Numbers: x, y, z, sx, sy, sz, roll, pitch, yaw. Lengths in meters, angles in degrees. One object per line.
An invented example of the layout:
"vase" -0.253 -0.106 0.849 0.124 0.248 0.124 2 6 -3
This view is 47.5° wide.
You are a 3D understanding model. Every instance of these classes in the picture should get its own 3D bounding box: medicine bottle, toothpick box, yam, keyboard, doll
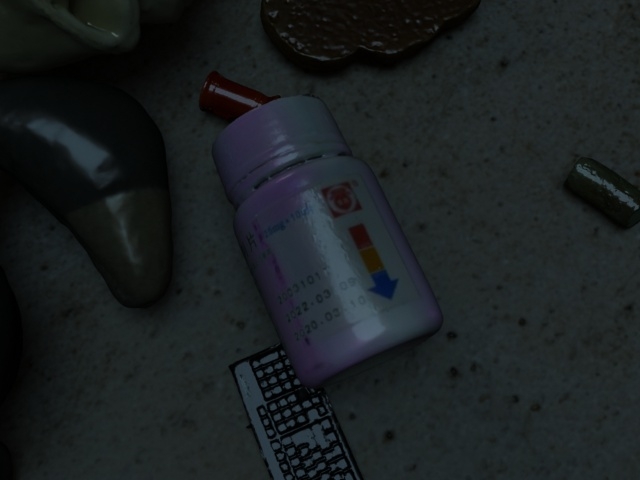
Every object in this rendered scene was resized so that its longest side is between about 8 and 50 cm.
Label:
"medicine bottle" 0.000 0.000 0.699 0.152 0.152 0.254 -24 74 -8
"toothpick box" -0.086 -0.149 0.795 0.083 0.047 0.047 22 74 5
"yam" 0.308 -0.051 0.777 0.094 0.043 0.043 39 76 11
"keyboard" -0.009 0.220 0.702 0.087 0.017 0.250 -22 76 -9
"doll" -0.301 0.024 0.640 0.379 0.252 0.382 -22 81 -7

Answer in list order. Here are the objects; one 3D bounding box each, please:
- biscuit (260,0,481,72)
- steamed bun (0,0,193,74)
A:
"biscuit" 0.064 -0.303 0.847 0.290 0.041 0.208 -34 78 -12
"steamed bun" -0.285 -0.343 0.714 0.353 0.247 0.339 -3 49 9
